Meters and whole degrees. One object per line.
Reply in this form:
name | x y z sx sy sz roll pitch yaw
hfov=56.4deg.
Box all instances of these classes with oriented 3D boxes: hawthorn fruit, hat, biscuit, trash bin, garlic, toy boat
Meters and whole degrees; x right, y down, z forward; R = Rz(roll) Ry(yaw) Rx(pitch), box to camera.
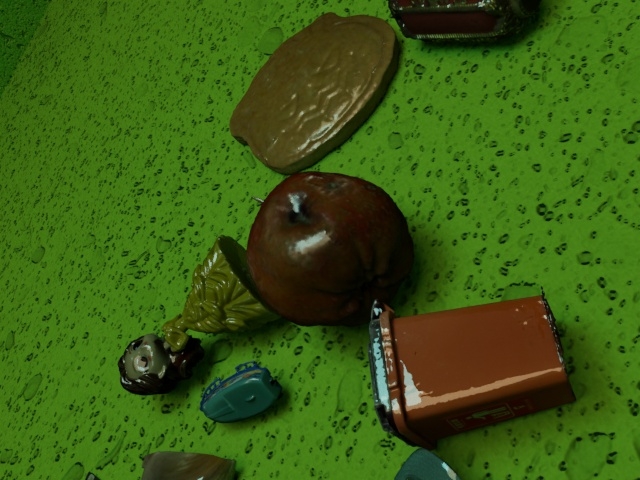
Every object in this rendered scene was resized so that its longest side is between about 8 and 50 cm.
hawthorn fruit | 0.014 0.013 0.929 0.258 0.258 0.262 -47 19 4
hat | 0.138 0.355 0.745 0.138 0.078 0.190 35 106 51
biscuit | -0.022 -0.329 1.272 0.385 0.062 0.365 -51 46 0
trash bin | 0.190 0.152 0.777 0.239 0.161 0.184 -19 55 18
garlic | -0.229 0.405 0.983 0.196 0.087 0.101 -13 44 34
toy boat | -0.137 0.252 1.016 0.175 0.091 0.110 -30 17 23

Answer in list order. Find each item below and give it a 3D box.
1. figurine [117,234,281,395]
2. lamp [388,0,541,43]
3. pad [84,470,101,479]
figurine | -0.238 0.160 1.068 0.315 0.168 0.187 -41 75 8
lamp | 0.253 -0.445 1.067 0.274 0.177 0.177 13 73 40
pad | -0.446 0.545 1.110 0.116 0.004 0.193 11 71 40
